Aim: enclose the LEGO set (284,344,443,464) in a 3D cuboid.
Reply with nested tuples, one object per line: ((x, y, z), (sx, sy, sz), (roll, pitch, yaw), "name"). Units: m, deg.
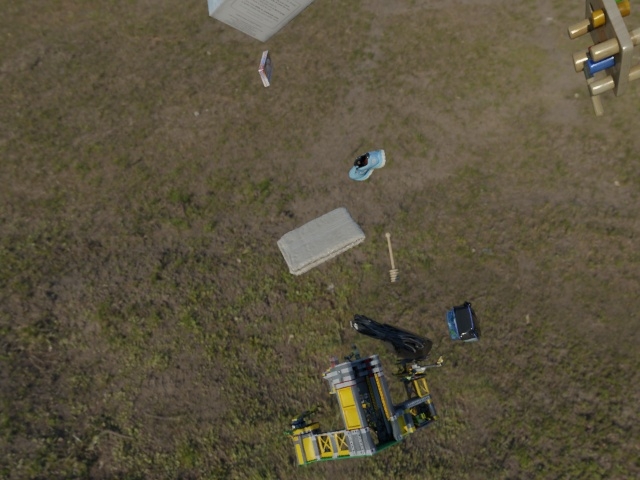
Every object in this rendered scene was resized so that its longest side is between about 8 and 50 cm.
((0.085, 0.322, 0.940), (0.331, 0.255, 0.192), (-3, 69, -37), "LEGO set")

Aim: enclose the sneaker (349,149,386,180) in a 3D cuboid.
((0.124, -0.228, 1.319), (0.073, 0.162, 0.064), (0, 74, -26), "sneaker")

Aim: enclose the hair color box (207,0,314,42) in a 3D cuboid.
((-0.092, -0.652, 1.064), (0.374, 0.185, 0.114), (-19, 75, 40), "hair color box")

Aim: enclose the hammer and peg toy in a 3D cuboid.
((0.741, -0.503, 1.148), (0.127, 0.361, 0.266), (-18, 71, 27), "hammer and peg toy")

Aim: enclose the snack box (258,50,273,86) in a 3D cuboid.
((-0.202, -0.643, 1.658), (0.022, 0.064, 0.178), (-11, 42, 11), "snack box")

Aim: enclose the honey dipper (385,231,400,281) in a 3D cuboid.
((0.224, 0.051, 1.407), (0.030, 0.030, 0.161), (-8, 76, -2), "honey dipper")

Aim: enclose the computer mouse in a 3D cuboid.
((0.197, 0.257, 1.116), (0.188, 0.272, 0.072), (16, 83, 31), "computer mouse")

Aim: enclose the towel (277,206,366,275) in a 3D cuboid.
((0.000, 0.000, 1.518), (0.282, 0.049, 0.187), (-26, 43, -4), "towel")

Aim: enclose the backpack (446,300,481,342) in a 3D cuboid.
((0.405, 0.238, 1.262), (0.084, 0.114, 0.105), (-17, 65, 23), "backpack")
